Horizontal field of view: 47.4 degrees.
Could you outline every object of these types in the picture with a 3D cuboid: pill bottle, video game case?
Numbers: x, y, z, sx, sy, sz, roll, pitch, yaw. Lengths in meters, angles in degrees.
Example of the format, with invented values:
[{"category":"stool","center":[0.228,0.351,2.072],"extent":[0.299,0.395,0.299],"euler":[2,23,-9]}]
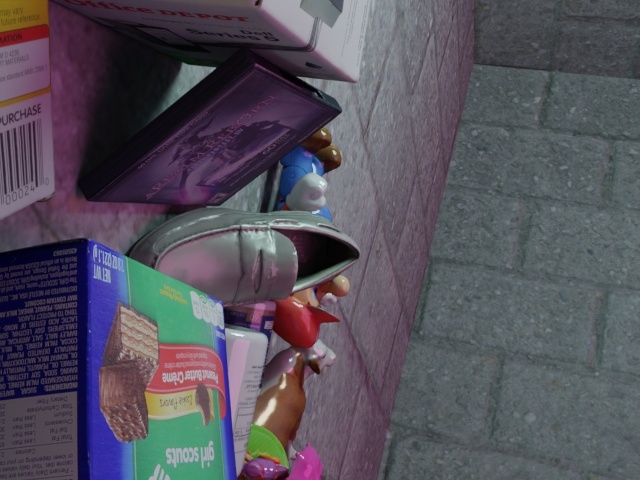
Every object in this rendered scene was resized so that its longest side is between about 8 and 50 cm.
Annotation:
[{"category":"pill bottle","center":[-0.116,0.152,0.925],"extent":[0.094,0.094,0.169],"euler":[19,80,-74]},{"category":"pill bottle","center":[-0.142,0.203,0.800],"extent":[0.131,0.131,0.229],"euler":[30,71,-73]},{"category":"video game case","center":[-0.094,-0.100,0.746],"extent":[0.026,0.196,0.274],"euler":[56,15,7]}]

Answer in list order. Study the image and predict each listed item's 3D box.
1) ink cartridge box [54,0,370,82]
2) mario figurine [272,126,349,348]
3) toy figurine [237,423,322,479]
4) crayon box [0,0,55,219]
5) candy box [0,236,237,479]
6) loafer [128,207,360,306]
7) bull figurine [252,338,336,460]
[{"category":"ink cartridge box","center":[-0.084,-0.224,0.628],"extent":[0.273,0.198,0.115],"euler":[-4,103,-73]},{"category":"mario figurine","center":[0.000,0.000,1.084],"extent":[0.198,0.170,0.321],"euler":[15,75,-39]},{"category":"toy figurine","center":[-0.072,0.279,0.882],"extent":[0.173,0.159,0.130],"euler":[25,63,-27]},{"category":"crayon box","center":[-0.226,-0.145,0.357],"extent":[0.202,0.081,0.319],"euler":[-49,151,-61]},{"category":"candy box","center":[-0.163,0.187,0.582],"extent":[0.268,0.122,0.317],"euler":[46,37,-70]},{"category":"loafer","center":[-0.076,0.019,0.842],"extent":[0.319,0.111,0.112],"euler":[-14,115,-49]},{"category":"bull figurine","center":[-0.081,0.275,1.085],"extent":[0.310,0.101,0.188],"euler":[-44,144,-46]}]
